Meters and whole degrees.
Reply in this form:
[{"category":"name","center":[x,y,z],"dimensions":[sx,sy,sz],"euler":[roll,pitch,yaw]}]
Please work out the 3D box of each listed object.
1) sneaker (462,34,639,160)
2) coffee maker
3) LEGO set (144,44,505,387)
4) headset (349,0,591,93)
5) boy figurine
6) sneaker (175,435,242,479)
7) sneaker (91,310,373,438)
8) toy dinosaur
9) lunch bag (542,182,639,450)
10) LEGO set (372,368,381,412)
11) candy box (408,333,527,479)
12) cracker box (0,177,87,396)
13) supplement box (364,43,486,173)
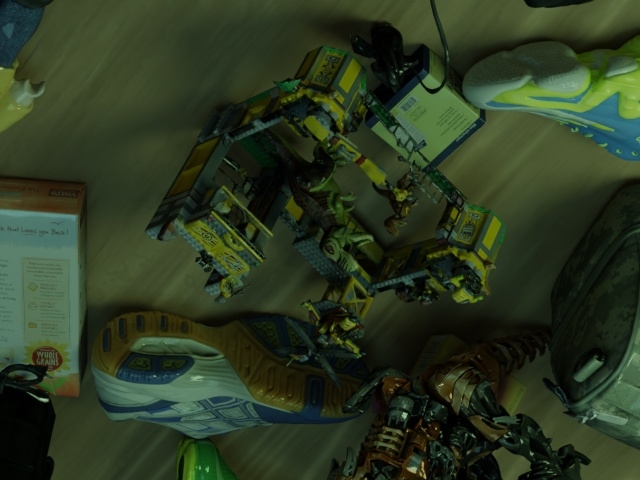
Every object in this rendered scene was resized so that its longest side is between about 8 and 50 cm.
[{"category":"sneaker","center":[0.257,-0.122,1.676],"dimensions":[0.240,0.091,0.126],"euler":[-6,122,6]},{"category":"coffee maker","center":[-0.342,0.241,1.831],"dimensions":[0.120,0.178,0.171],"euler":[5,143,-3]},{"category":"LEGO set","center":[0.000,0.000,1.672],"dimensions":[0.255,0.192,0.331],"euler":[-9,131,40]},{"category":"headset","center":[0.167,-0.301,1.569],"dimensions":[0.243,0.185,0.394],"euler":[33,104,-11]},{"category":"boy figurine","center":[-0.360,-0.157,1.698],"dimensions":[0.177,0.092,0.285],"euler":[28,117,-16]},{"category":"sneaker","center":[-0.075,0.316,1.979],"dimensions":[0.123,0.109,0.295],"euler":[-24,124,5]},{"category":"sneaker","center":[-0.093,0.152,1.881],"dimensions":[0.296,0.112,0.131],"euler":[10,140,0]},{"category":"toy dinosaur","center":[0.144,0.190,1.755],"dimensions":[0.322,0.164,0.218],"euler":[-43,87,-14]},{"category":"lunch bag","center":[0.375,0.118,1.721],"dimensions":[0.305,0.256,0.212],"euler":[25,120,-11]},{"category":"LEGO set","center":[0.103,0.256,1.927],"dimensions":[0.093,0.087,0.227],"euler":[0,123,4]},{"category":"candy box","center":[0.123,0.203,1.848],"dimensions":[0.109,0.187,0.053],"euler":[36,162,-17]},{"category":"cracker box","center":[-0.322,0.048,1.836],"dimensions":[0.155,0.067,0.232],"euler":[5,123,0]},{"category":"supplement box","center":[0.101,-0.125,1.704],"dimensions":[0.083,0.056,0.083],"euler":[39,117,-19]}]
